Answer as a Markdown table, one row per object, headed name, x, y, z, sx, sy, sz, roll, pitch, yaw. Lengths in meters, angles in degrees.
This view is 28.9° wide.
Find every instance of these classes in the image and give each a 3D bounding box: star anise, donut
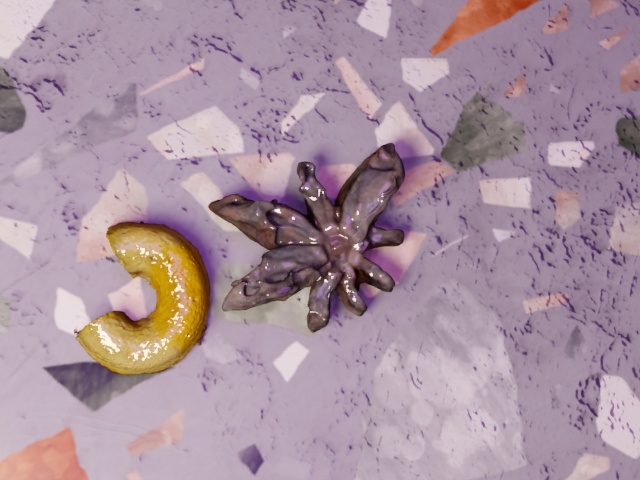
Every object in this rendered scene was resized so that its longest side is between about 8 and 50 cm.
| name | x | y | z | sx | sy | sz | roll | pitch | yaw |
| --- | --- | --- | --- | --- | --- | --- | --- | --- | --- |
| star anise | -0.004 | 0.002 | 1.440 | 0.257 | 0.110 | 0.198 | -13 | 81 | -18 |
| donut | -0.194 | 0.065 | 1.412 | 0.146 | 0.078 | 0.181 | 17 | 78 | -4 |
